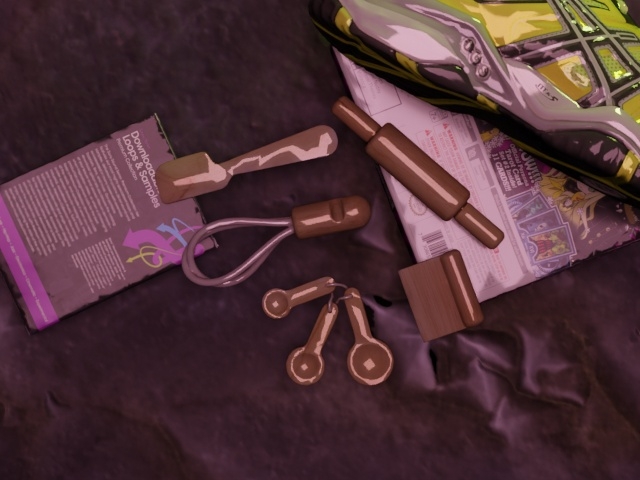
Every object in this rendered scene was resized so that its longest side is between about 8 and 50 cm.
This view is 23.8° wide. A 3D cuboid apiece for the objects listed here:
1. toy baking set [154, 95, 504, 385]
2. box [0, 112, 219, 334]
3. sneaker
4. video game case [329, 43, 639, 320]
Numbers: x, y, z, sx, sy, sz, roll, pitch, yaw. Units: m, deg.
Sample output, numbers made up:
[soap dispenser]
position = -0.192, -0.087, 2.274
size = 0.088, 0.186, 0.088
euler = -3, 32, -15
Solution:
[toy baking set]
position = 0.006, -0.004, 1.140
size = 0.197, 0.030, 0.256
euler = -45, 89, 3
[box]
position = -0.174, -0.013, 1.173
size = 0.162, 0.029, 0.116
euler = -24, 91, 0
[sneaker]
position = 0.188, -0.128, 1.085
size = 0.384, 0.145, 0.147
euler = 29, 88, -4
[video game case]
position = 0.144, -0.083, 1.174
size = 0.210, 0.042, 0.232
euler = -22, 90, -1
